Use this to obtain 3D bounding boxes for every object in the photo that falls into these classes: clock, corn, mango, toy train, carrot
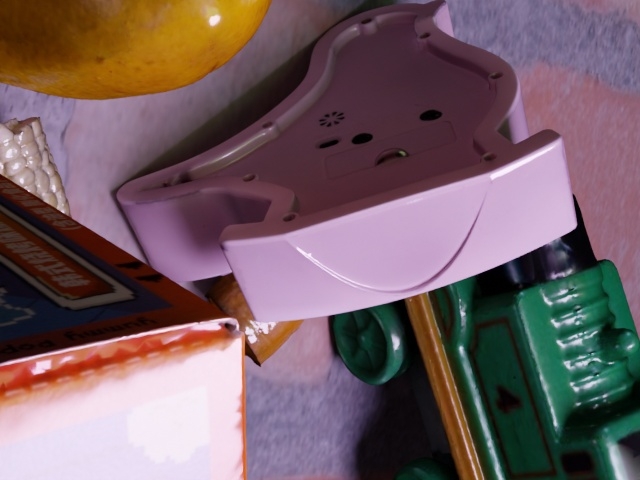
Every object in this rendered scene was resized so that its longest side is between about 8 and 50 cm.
[{"bbox_3d":[0.004,-0.055,0.921,0.290,0.275,0.080,-18,124,1],"label":"clock"},{"bbox_3d":[-0.190,0.021,0.822,0.087,0.087,0.211,-27,114,-36],"label":"corn"},{"bbox_3d":[-0.112,-0.153,0.710,0.187,0.257,0.138,-27,120,-35],"label":"mango"},{"bbox_3d":[0.169,0.120,1.034,0.178,0.249,0.429,-16,89,-37],"label":"toy train"},{"bbox_3d":[0.000,0.000,0.979,0.205,0.072,0.072,-46,131,-12],"label":"carrot"}]

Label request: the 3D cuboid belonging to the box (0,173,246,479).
[{"bbox_3d":[-0.251,0.123,0.578,0.318,0.348,0.257,-14,113,-32],"label":"box"}]
